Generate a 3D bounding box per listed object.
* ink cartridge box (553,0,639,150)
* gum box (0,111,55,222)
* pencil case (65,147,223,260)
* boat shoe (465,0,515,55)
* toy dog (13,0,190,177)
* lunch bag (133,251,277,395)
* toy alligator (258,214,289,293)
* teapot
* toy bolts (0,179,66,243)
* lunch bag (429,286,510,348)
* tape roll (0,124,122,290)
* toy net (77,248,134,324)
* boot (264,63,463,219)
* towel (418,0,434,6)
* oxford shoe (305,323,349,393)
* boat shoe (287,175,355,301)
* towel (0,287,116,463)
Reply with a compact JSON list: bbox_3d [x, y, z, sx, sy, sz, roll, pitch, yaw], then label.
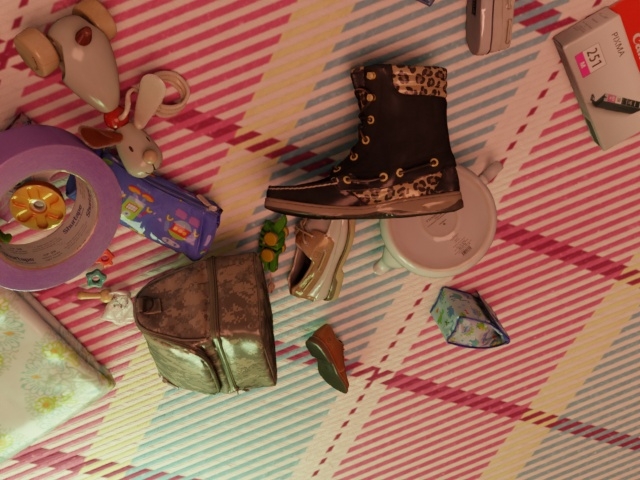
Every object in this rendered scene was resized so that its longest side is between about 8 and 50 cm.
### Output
[{"bbox_3d":[0.628,-0.351,1.910,0.238,0.060,0.275,-29,123,6],"label":"ink cartridge box"},{"bbox_3d":[-0.570,-0.130,1.746,0.188,0.062,0.107,-44,120,15],"label":"gum box"},{"bbox_3d":[-0.329,-0.073,1.805,0.306,0.119,0.133,28,123,-27],"label":"pencil case"},{"bbox_3d":[0.329,-0.470,1.743,0.088,0.096,0.268,-10,124,-12],"label":"boat shoe"},{"bbox_3d":[-0.360,-0.264,1.617,0.333,0.161,0.220,38,78,-30],"label":"toy dog"},{"bbox_3d":[-0.228,0.182,1.901,0.255,0.213,0.305,-6,150,1],"label":"lunch bag"},{"bbox_3d":[-0.108,0.023,1.964,0.051,0.056,0.190,25,122,21],"label":"toy alligator"},{"bbox_3d":[0.241,-0.045,1.933,0.255,0.187,0.253,4,91,4],"label":"teapot"},{"bbox_3d":[-0.581,-0.045,1.656,0.218,0.158,0.229,-17,127,7],"label":"toy bolts"},{"bbox_3d":[0.343,0.178,2.119,0.151,0.129,0.096,15,116,-21],"label":"lunch bag"},{"bbox_3d":[-0.480,-0.053,1.596,0.274,0.090,0.275,-23,132,-28],"label":"tape roll"},{"bbox_3d":[-0.446,0.078,1.918,0.122,0.045,0.232,-36,124,7],"label":"toy net"},{"bbox_3d":[0.080,-0.182,1.779,0.377,0.138,0.284,-2,91,-1],"label":"boot"},{"bbox_3d":[0.168,-0.483,1.733,0.119,0.029,0.067,19,114,-23],"label":"towel"},{"bbox_3d":[0.034,0.272,2.140,0.076,0.076,0.212,-50,141,-29],"label":"oxford shoe"},{"bbox_3d":[0.000,0.000,1.936,0.103,0.113,0.302,-2,121,-17],"label":"boat shoe"},{"bbox_3d":[-0.665,0.274,1.955,0.320,0.090,0.374,-32,123,7],"label":"towel"}]
